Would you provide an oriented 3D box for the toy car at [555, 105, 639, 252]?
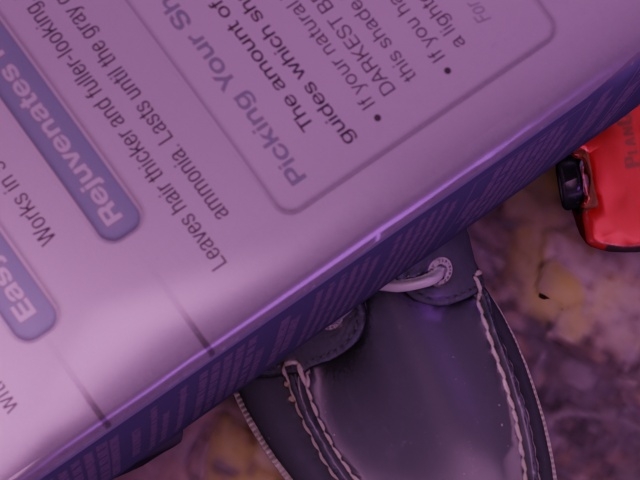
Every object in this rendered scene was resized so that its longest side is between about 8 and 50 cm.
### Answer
[{"bbox_3d":[0.127,-0.139,0.757,0.225,0.053,0.239,-42,83,-6],"label":"toy car"}]

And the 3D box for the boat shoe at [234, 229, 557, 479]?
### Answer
[{"bbox_3d":[0.000,0.000,0.712,0.116,0.099,0.319,-25,81,-3],"label":"boat shoe"}]

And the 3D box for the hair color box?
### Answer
[{"bbox_3d":[-0.071,-0.037,0.602,0.374,0.113,0.185,-35,81,-14],"label":"hair color box"}]

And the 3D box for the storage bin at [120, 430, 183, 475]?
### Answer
[{"bbox_3d":[-0.120,0.051,0.718,0.091,0.098,0.135,-15,79,-29],"label":"storage bin"}]
